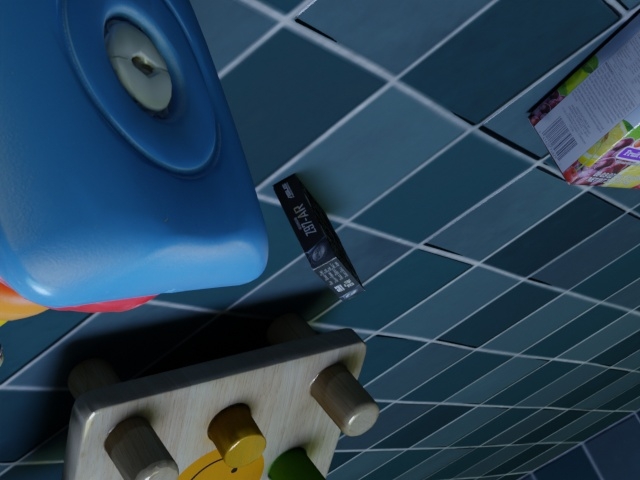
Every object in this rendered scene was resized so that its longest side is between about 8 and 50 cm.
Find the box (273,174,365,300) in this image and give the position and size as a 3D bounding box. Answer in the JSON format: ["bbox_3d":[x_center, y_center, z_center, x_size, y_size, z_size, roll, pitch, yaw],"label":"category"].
[{"bbox_3d":[0.000,0.000,0.777,0.018,0.067,0.083,-28,158,5],"label":"box"}]

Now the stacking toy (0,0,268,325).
[{"bbox_3d":[-0.189,-0.011,0.482,0.302,0.166,0.175,-24,172,24],"label":"stacking toy"}]

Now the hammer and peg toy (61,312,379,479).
[{"bbox_3d":[-0.110,0.241,0.953,0.266,0.127,0.361,-10,130,-35],"label":"hammer and peg toy"}]

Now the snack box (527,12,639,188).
[{"bbox_3d":[0.280,-0.122,0.812,0.174,0.070,0.207,-1,144,-45],"label":"snack box"}]

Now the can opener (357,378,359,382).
[{"bbox_3d":[-0.063,0.179,1.116,0.283,0.076,0.095,-44,-176,34],"label":"can opener"}]

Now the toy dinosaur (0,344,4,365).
[{"bbox_3d":[-0.293,0.116,0.729,0.268,0.064,0.118,-30,150,14],"label":"toy dinosaur"}]
